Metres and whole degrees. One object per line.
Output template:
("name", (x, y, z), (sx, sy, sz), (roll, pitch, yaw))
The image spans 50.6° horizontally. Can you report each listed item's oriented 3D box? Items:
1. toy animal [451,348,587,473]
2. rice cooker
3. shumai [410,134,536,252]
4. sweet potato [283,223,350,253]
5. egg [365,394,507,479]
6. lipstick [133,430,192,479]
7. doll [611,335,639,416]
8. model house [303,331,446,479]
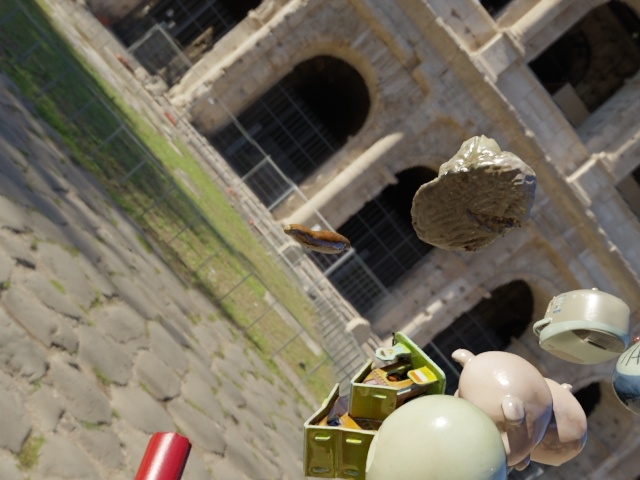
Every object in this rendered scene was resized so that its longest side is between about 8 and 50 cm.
("toy animal", (0.368, 0.314, 1.237), (0.210, 0.221, 0.230), (-135, -142, -66))
("rice cooker", (0.517, 0.169, 1.333), (0.145, 0.127, 0.206), (24, -16, -6))
("shumai", (0.398, -0.125, 1.715), (0.217, 0.346, 0.283), (50, 37, -4))
("sweet potato", (0.001, 0.000, 1.587), (0.057, 0.057, 0.264), (50, 19, 27))
("egg", (0.182, 0.367, 1.082), (0.219, 0.269, 0.219), (19, 32, -12))
("lipstick", (-0.254, 0.403, 0.968), (0.073, 0.073, 0.280), (49, 29, -25))
("doll", (0.568, 0.198, 1.047), (0.154, 0.228, 0.258), (61, -14, -2))
("model house", (0.131, 0.447, 1.554), (0.340, 0.323, 0.300), (44, -40, 51))
